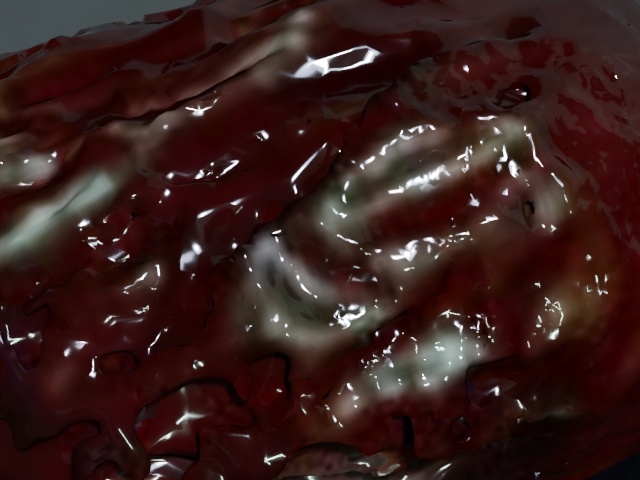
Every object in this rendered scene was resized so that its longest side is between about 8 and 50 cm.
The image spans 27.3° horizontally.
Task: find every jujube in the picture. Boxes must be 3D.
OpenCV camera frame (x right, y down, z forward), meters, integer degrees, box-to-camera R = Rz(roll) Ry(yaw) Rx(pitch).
[{"bbox_3d":[0.000,0.000,0.550,0.258,0.376,0.258,170,90,-76],"label":"jujube"}]
